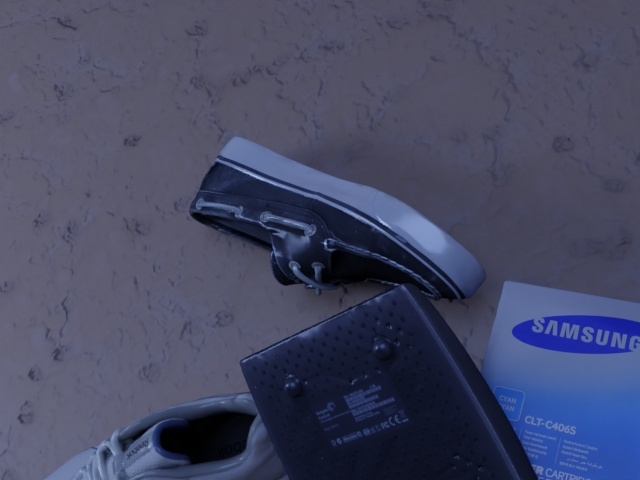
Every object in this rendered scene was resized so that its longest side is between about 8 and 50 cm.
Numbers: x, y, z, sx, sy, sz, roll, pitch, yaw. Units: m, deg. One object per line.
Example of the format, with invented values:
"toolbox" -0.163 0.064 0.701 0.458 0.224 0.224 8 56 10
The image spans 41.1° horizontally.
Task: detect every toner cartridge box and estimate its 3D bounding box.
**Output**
"toner cartridge box" 0.284 0.143 0.596 0.348 0.075 0.165 9 67 24

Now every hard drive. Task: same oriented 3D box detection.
"hard drive" 0.065 0.165 0.594 0.172 0.054 0.254 -29 88 33

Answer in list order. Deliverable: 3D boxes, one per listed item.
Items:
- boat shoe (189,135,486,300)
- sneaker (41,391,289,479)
"boat shoe" 0.000 0.000 0.758 0.301 0.108 0.102 26 76 32
"sneaker" -0.144 0.186 0.703 0.297 0.129 0.111 -26 60 8
